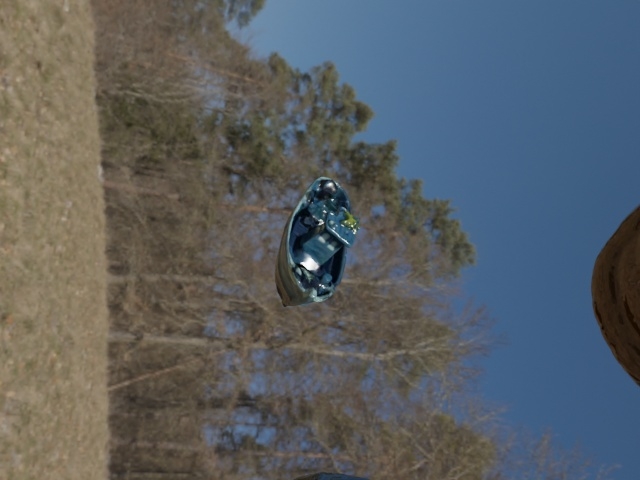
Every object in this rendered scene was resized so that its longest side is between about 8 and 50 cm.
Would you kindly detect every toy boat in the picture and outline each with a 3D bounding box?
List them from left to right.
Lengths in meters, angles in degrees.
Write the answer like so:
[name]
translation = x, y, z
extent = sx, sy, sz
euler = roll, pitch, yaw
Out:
[toy boat]
translation = 0.000, 0.000, 0.534
extent = 0.061, 0.060, 0.137
euler = -34, -155, 40

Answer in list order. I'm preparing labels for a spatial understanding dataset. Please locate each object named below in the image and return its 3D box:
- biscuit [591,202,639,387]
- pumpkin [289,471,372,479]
[biscuit]
translation = 0.298, 0.024, 0.361
extent = 0.273, 0.049, 0.257
euler = -28, -141, 25
[pumpkin]
translation = 0.025, 0.335, 0.664
extent = 0.223, 0.224, 0.157
euler = -57, -176, 40
